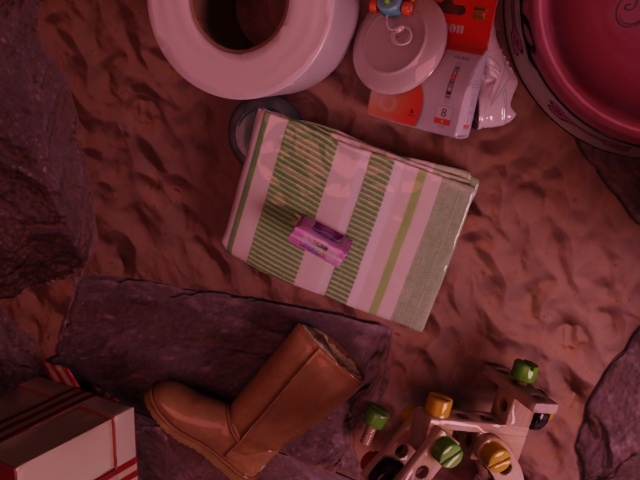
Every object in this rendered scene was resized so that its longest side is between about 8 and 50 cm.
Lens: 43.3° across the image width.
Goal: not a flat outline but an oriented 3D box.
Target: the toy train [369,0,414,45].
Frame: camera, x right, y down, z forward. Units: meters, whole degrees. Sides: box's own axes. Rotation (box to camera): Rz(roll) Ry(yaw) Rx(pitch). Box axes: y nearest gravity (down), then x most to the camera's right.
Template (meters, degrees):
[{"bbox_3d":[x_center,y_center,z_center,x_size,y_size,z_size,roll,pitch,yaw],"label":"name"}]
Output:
[{"bbox_3d":[0.138,-0.332,1.028,0.166,0.046,0.125,-36,62,7],"label":"toy train"}]

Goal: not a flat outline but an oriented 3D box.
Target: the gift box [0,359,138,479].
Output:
[{"bbox_3d":[-0.447,0.355,1.265,0.276,0.258,0.255,15,109,31],"label":"gift box"}]

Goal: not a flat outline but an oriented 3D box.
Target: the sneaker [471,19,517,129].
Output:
[{"bbox_3d":[0.227,-0.224,1.069,0.061,0.053,0.152,-4,98,-10],"label":"sneaker"}]

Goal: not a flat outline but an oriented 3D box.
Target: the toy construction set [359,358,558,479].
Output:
[{"bbox_3d":[0.203,0.273,1.069,0.257,0.309,0.237,22,102,0],"label":"toy construction set"}]

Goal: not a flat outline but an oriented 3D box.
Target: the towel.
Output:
[{"bbox_3d":[0.034,-0.031,1.153,0.324,0.038,0.248,20,111,4],"label":"towel"}]

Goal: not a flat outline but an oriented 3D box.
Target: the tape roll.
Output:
[{"bbox_3d":[-0.082,-0.311,1.057,0.246,0.169,0.246,3,102,13],"label":"tape roll"}]

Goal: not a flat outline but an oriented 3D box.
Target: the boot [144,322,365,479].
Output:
[{"bbox_3d":[-0.104,0.221,1.235,0.236,0.089,0.269,39,109,-9],"label":"boot"}]

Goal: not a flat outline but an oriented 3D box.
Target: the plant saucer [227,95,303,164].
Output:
[{"bbox_3d":[-0.082,-0.154,1.171,0.119,0.021,0.119,3,103,13],"label":"plant saucer"}]

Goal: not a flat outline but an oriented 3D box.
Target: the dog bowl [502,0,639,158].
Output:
[{"bbox_3d":[0.422,-0.289,0.949,0.408,0.150,0.408,3,103,13],"label":"dog bowl"}]

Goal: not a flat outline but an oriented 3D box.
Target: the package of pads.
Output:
[{"bbox_3d":[0.000,0.000,1.123,0.083,0.050,0.032,28,118,1],"label":"package of pads"}]

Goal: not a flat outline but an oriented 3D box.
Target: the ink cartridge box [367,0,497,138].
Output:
[{"bbox_3d":[0.144,-0.236,1.057,0.145,0.045,0.179,21,111,34],"label":"ink cartridge box"}]

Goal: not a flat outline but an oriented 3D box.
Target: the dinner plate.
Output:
[{"bbox_3d":[0.101,-0.264,1.068,0.141,0.017,0.141,-7,76,31],"label":"dinner plate"}]
